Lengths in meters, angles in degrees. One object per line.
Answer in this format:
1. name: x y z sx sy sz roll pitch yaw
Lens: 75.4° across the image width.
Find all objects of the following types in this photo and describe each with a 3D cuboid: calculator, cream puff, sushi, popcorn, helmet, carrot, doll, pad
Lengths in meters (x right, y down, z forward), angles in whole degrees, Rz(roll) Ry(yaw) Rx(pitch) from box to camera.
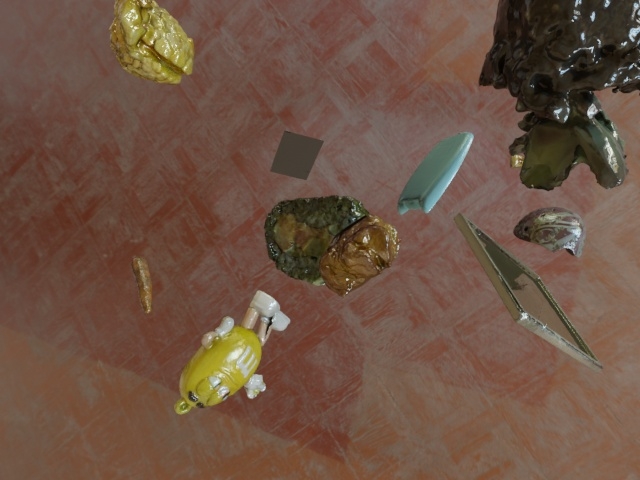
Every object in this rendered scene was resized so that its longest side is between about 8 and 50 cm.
1. calculator: 0.441 -0.269 1.594 0.054 0.256 0.386 39 79 -16
2. cream puff: 0.103 0.030 1.083 0.241 0.269 0.155 -39 85 27
3. sushi: 0.000 0.000 1.381 0.352 0.178 0.294 -1 89 22
4. popcorn: -0.517 -0.603 1.261 0.225 0.332 0.265 -43 92 -8
5. helmet: 0.633 -0.039 1.123 0.177 0.153 0.107 13 116 -3
6. carrot: -0.383 0.095 0.898 0.036 0.036 0.165 -43 51 11
7. doll: -0.261 0.366 1.360 0.161 0.348 0.423 18 87 43
8. pad: -0.099 -0.339 1.678 0.164 0.243 0.004 12 55 -15

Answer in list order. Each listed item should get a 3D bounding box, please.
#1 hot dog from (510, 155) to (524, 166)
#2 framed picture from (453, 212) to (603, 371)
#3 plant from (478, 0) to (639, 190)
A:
1. hot dog: 0.519 -0.208 1.092 0.034 0.090 0.030 4 98 23
2. framed picture: 0.375 0.095 0.742 0.024 0.315 0.232 -42 37 25
3. plant: 0.215 -0.150 0.354 0.131 0.142 0.203 -13 109 -1
